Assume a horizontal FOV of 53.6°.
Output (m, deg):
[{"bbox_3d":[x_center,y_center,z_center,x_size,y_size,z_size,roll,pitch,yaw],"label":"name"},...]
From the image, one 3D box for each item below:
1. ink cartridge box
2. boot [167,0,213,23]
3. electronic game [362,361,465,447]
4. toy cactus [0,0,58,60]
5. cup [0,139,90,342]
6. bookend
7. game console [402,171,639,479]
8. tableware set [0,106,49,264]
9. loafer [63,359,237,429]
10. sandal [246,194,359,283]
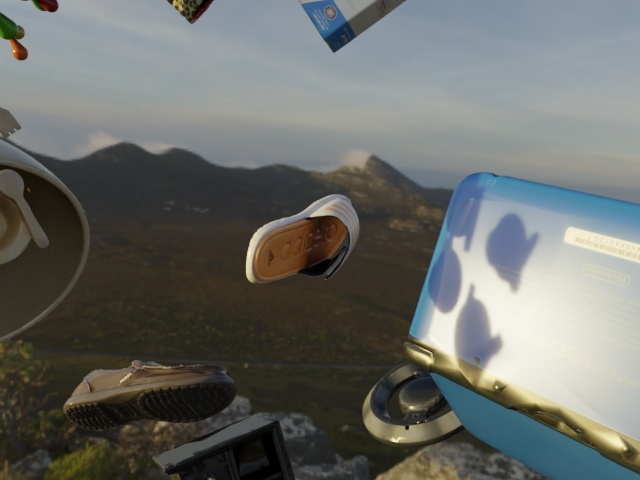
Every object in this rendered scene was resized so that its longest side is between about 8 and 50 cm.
[{"bbox_3d":[0.073,-0.427,1.006,0.231,0.134,0.078,-33,-9,11],"label":"ink cartridge box"},{"bbox_3d":[-0.184,-0.445,0.882,0.178,0.236,0.085,40,16,-7],"label":"boot"},{"bbox_3d":[0.182,0.276,1.110,0.229,0.048,0.229,-21,20,8],"label":"electronic game"},{"bbox_3d":[-0.431,-0.322,0.821,0.218,0.112,0.180,-12,-14,-48],"label":"toy cactus"},{"bbox_3d":[-0.536,-0.033,0.902,0.331,0.331,0.237,-1,36,-46],"label":"cup"},{"bbox_3d":[-0.115,0.328,0.820,0.157,0.156,0.072,-15,1,-27],"label":"bookend"},{"bbox_3d":[0.232,0.105,0.503,0.293,0.250,0.173,21,5,43],"label":"game console"},{"bbox_3d":[-0.254,-0.031,0.385,0.020,0.141,0.168,-3,21,45],"label":"tableware set"},{"bbox_3d":[-0.351,0.296,1.319,0.365,0.134,0.130,-7,43,7],"label":"loafer"},{"bbox_3d":[-0.002,0.010,0.848,0.076,0.102,0.265,17,22,24],"label":"sandal"}]
